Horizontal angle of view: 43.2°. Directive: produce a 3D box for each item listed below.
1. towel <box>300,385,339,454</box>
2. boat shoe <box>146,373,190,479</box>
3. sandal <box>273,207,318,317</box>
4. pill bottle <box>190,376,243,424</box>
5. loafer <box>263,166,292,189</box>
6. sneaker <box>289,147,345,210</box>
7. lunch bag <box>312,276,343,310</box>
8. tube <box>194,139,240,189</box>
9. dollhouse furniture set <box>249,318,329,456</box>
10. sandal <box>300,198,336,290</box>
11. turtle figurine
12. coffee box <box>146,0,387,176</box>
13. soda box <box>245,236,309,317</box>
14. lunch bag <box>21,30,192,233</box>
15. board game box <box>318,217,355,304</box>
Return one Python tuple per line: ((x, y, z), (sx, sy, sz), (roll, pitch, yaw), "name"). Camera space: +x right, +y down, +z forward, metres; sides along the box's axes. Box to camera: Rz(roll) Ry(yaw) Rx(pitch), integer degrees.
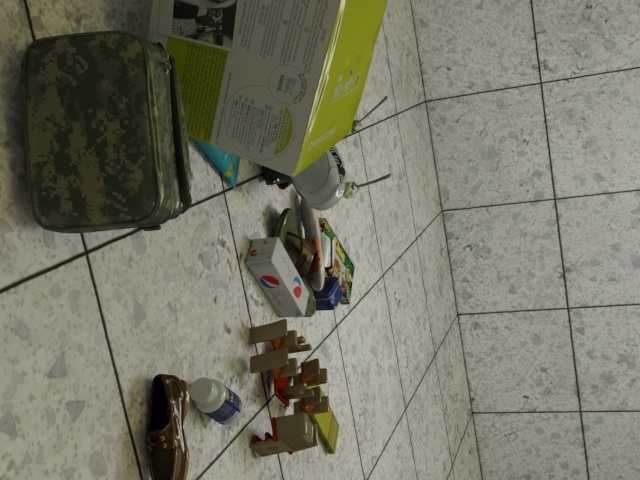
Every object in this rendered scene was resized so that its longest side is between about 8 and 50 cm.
((0.000, 0.454, 2.129), (0.102, 0.021, 0.237), (-78, 152, -49), "towel")
((-0.273, 0.336, 1.406), (0.073, 0.073, 0.207), (39, 42, -58), "boat shoe")
((-0.043, 0.052, 2.023), (0.120, 0.086, 0.303), (-61, 140, -55), "sandal")
((-0.205, 0.312, 1.580), (0.120, 0.067, 0.067), (54, 37, -52), "pill bottle")
((-0.093, -0.156, 1.999), (0.170, 0.062, 0.061), (11, 87, -60), "loafer")
((-0.077, -0.240, 1.862), (0.210, 0.137, 0.366), (25, 38, -54), "sneaker")
((0.013, 0.141, 2.169), (0.098, 0.067, 0.065), (-60, 139, -54), "lunch bag")
((-0.216, -0.190, 1.714), (0.207, 0.052, 0.080), (54, 43, -61), "tube")
((-0.087, 0.347, 1.842), (0.262, 0.135, 0.259), (57, 23, -49), "dollhouse furniture set")
((0.004, -0.002, 2.114), (0.102, 0.076, 0.265), (169, -84, -68), "sandal")
((0.070, -0.203, 2.102), (0.266, 0.274, 0.198), (120, -54, -78), "turtle figurine")
((-0.096, -0.364, 1.506), (0.337, 0.334, 0.338), (-48, 157, -61), "coffee box")
((-0.098, 0.090, 1.903), (0.216, 0.069, 0.074), (64, 30, -42), "soda box")
((-0.313, -0.165, 1.263), (0.256, 0.212, 0.305), (-18, 103, -85), "lunch bag")
((0.038, 0.063, 2.305), (0.260, 0.030, 0.136), (57, 32, -50), "board game box")
